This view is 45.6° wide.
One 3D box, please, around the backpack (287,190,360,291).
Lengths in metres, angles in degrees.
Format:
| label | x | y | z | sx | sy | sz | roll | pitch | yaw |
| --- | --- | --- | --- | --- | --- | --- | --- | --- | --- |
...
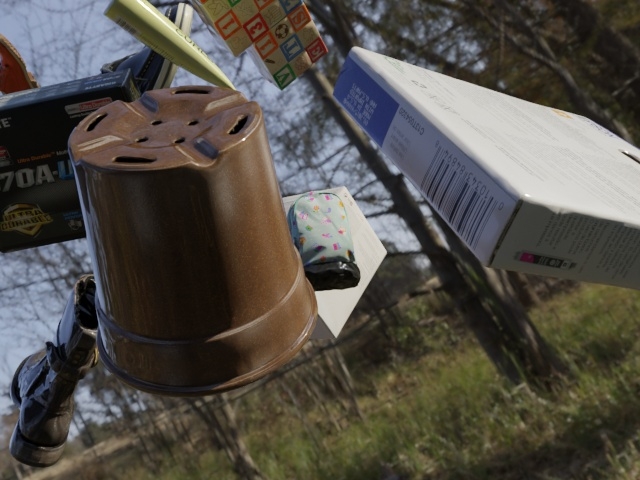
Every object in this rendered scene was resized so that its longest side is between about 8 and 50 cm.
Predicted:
| label | x | y | z | sx | sy | sz | roll | pitch | yaw |
| --- | --- | --- | --- | --- | --- | --- | --- | --- | --- |
| backpack | 0.000 | 0.000 | 1.431 | 0.152 | 0.181 | 0.115 | -2 | -23 | -18 |

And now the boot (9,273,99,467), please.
| label | x | y | z | sx | sy | sz | roll | pitch | yaw |
| --- | --- | --- | --- | --- | --- | --- | --- | --- | --- |
| boot | -0.336 | 0.147 | 1.019 | 0.091 | 0.263 | 0.229 | 19 | -76 | -25 |

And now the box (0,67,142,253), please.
| label | x | y | z | sx | sy | sz | roll | pitch | yaw |
| --- | --- | --- | --- | --- | --- | --- | --- | --- | --- |
| box | -0.292 | -0.085 | 0.863 | 0.220 | 0.175 | 0.051 | -10 | 33 | 5 |

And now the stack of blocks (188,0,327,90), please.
| label | x | y | z | sx | sy | sz | roll | pitch | yaw |
| --- | --- | --- | --- | --- | --- | --- | --- | --- | --- |
| stack of blocks | -0.126 | -0.430 | 1.449 | 0.171 | 0.087 | 0.297 | -41 | -43 | -6 |

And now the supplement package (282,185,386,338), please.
| label | x | y | z | sx | sy | sz | roll | pitch | yaw |
| --- | --- | --- | --- | --- | --- | --- | --- | --- | --- |
| supplement package | -0.029 | 0.051 | 1.639 | 0.198 | 0.199 | 0.262 | -7 | 37 | 42 |

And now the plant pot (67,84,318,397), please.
| label | x | y | z | sx | sy | sz | roll | pitch | yaw |
| --- | --- | --- | --- | --- | --- | --- | --- | --- | --- |
| plant pot | -0.091 | -0.009 | 0.531 | 0.167 | 0.167 | 0.165 | -24 | -53 | -26 |

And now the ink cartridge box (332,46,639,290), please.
| label | x | y | z | sx | sy | sz | roll | pitch | yaw |
| --- | --- | --- | --- | --- | --- | --- | --- | --- | --- |
| ink cartridge box | 0.214 | -0.063 | 0.716 | 0.330 | 0.324 | 0.071 | 11 | -64 | -27 |

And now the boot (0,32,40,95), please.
| label | x | y | z | sx | sy | sz | roll | pitch | yaw |
| --- | --- | --- | --- | --- | --- | --- | --- | --- | --- |
| boot | -0.648 | -0.349 | 1.577 | 0.085 | 0.059 | 0.157 | -28 | -48 | -11 |

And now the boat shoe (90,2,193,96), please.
| label | x | y | z | sx | sy | sz | roll | pitch | yaw |
| --- | --- | --- | --- | --- | --- | --- | --- | --- | --- |
| boat shoe | -0.449 | -0.338 | 1.738 | 0.500 | 0.156 | 0.186 | -48 | 25 | 27 |

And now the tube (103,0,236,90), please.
| label | x | y | z | sx | sy | sz | roll | pitch | yaw |
| --- | --- | --- | --- | --- | --- | --- | --- | --- | --- |
| tube | -0.234 | -0.315 | 1.234 | 0.062 | 0.240 | 0.070 | -32 | 32 | 40 |
